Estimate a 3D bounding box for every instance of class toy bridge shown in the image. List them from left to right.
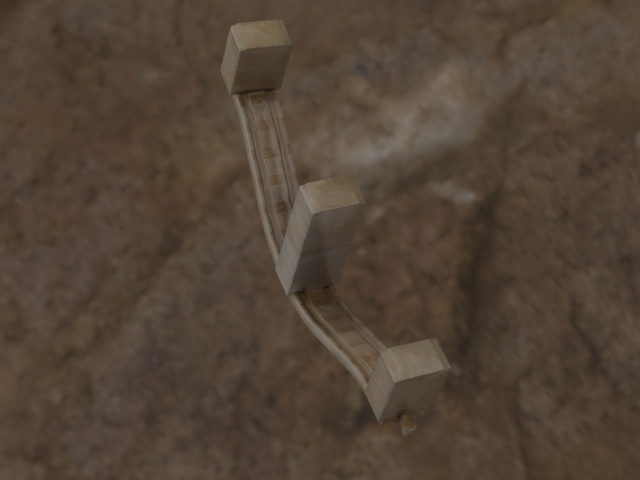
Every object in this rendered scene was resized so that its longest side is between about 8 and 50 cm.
[{"bbox_3d":[0.000,0.000,0.773,0.026,0.063,0.188,-11,57,-22],"label":"toy bridge"}]
